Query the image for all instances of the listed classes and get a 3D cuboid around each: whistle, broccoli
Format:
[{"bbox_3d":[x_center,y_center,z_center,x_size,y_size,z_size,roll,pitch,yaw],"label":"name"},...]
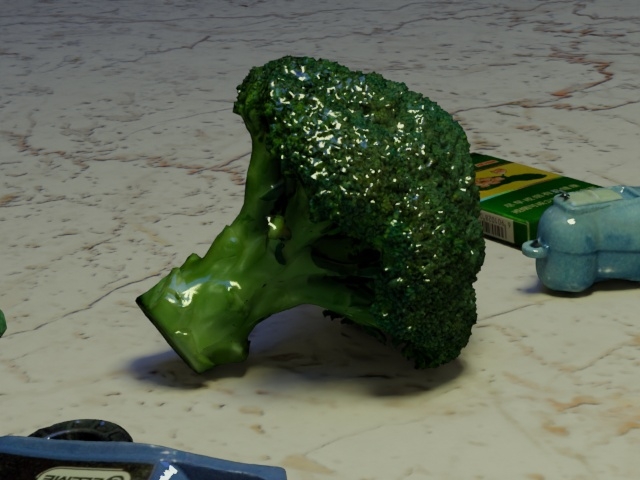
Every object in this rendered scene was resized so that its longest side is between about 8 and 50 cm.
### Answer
[{"bbox_3d":[0.301,-0.009,1.559,0.269,0.093,0.180,-5,24,-23],"label":"whistle"},{"bbox_3d":[0.000,0.000,1.392,0.297,0.297,0.297,-40,25,-6],"label":"broccoli"}]

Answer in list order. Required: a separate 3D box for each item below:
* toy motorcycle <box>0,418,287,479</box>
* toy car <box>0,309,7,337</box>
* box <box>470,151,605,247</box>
[{"bbox_3d":[-0.093,0.201,0.963,0.358,0.125,0.212,1,28,25],"label":"toy motorcycle"},{"bbox_3d":[-0.308,0.140,0.973,0.320,0.097,0.141,-43,-1,31],"label":"toy car"},{"bbox_3d":[0.184,-0.044,1.757,0.132,0.034,0.235,-17,22,-32],"label":"box"}]
